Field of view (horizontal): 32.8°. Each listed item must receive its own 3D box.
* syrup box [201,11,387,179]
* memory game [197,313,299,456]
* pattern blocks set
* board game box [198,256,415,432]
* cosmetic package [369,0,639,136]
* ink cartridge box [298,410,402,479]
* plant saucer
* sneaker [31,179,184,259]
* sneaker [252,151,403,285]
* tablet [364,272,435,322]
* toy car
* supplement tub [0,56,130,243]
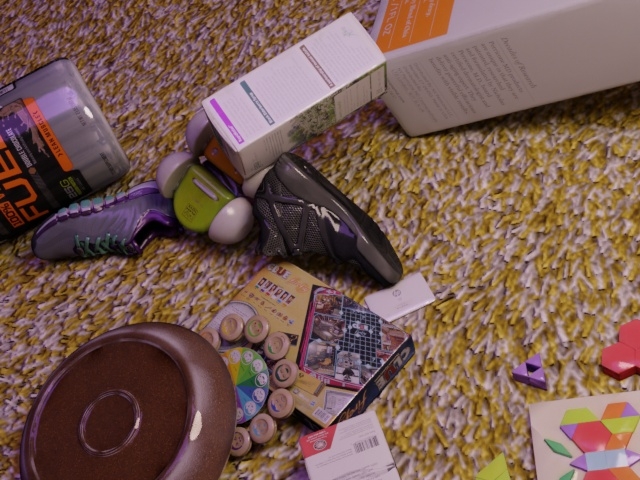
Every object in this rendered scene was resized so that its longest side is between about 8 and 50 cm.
[{"bbox_3d":[-0.032,-0.192,1.451,0.237,0.093,0.096,-32,70,-7],"label":"syrup box"},{"bbox_3d":[-0.109,0.180,1.369,0.186,0.012,0.186,-10,68,27],"label":"memory game"},{"bbox_3d":[0.315,0.250,1.212,0.285,0.026,0.324,-21,49,1],"label":"pattern blocks set"},{"bbox_3d":[-0.022,0.134,1.404,0.243,0.042,0.165,31,66,35],"label":"board game box"},{"bbox_3d":[0.300,-0.318,1.502,0.453,0.161,0.230,-11,47,34],"label":"cosmetic package"},{"bbox_3d":[0.042,0.279,1.256,0.099,0.056,0.135,-21,48,1],"label":"ink cartridge box"},{"bbox_3d":[-0.254,0.234,1.359,0.311,0.050,0.310,-12,58,19],"label":"plant saucer"},{"bbox_3d":[-0.313,-0.010,1.591,0.224,0.083,0.098,-24,54,-3],"label":"sneaker"},{"bbox_3d":[0.000,0.000,1.461,0.227,0.087,0.130,40,109,-1],"label":"sneaker"},{"bbox_3d":[0.104,0.077,1.433,0.083,0.006,0.054,-24,49,-3],"label":"tablet"},{"bbox_3d":[-0.131,-0.090,1.559,0.159,0.136,0.182,39,101,16],"label":"toy car"},{"bbox_3d":[-0.479,-0.115,1.645,0.338,0.207,0.207,-30,49,-6],"label":"supplement tub"}]
